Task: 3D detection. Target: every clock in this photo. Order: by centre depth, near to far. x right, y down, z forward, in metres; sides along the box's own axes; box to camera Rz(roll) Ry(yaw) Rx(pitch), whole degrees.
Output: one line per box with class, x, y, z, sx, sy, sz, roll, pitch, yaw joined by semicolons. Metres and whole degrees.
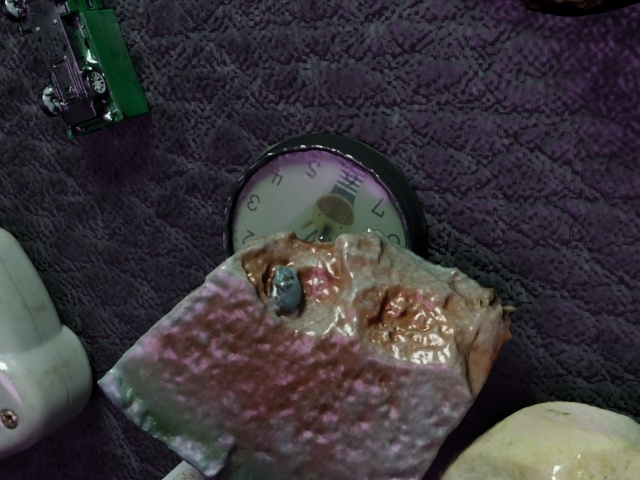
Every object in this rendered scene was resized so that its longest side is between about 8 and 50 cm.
clock;0.000;0.000;0.929;0.184;0.040;0.185;6;107;20

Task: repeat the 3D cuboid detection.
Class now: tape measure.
tape measure;-0.375;0.127;1.070;0.258;0.130;0.265;-26;94;28

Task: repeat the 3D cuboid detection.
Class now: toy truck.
toy truck;-0.216;-0.169;0.947;0.065;0.079;0.147;-16;99;26

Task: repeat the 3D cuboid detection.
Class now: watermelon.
watermelon;-0.027;0.122;0.870;0.264;0.151;0.302;33;127;-2

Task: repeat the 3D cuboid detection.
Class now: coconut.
coconut;0.197;0.238;0.839;0.197;0.237;0.237;-43;85;-15

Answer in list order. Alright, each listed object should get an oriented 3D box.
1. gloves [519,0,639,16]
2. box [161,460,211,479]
gloves;0.155;-0.325;0.695;0.203;0.155;0.357;-22;93;-8
box;-0.135;0.303;1.036;0.048;0.100;0.152;4;106;23
